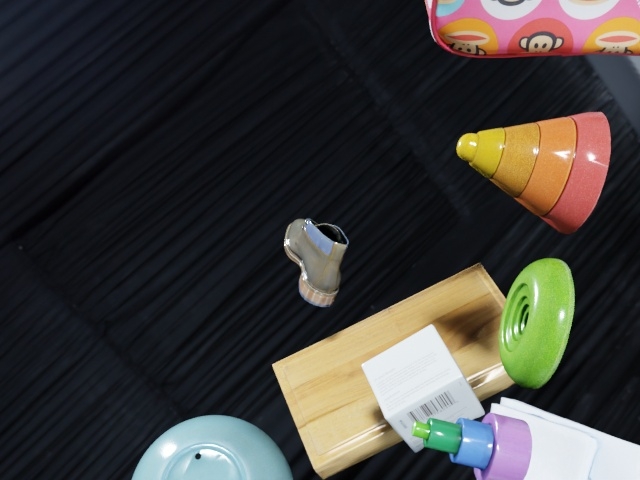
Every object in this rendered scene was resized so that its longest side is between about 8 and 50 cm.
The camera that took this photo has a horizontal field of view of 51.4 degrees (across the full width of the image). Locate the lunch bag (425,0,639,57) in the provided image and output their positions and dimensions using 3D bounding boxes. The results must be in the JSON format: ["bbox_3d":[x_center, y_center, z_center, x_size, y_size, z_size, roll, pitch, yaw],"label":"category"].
[{"bbox_3d":[0.240,-0.295,0.585,0.293,0.120,0.258,0,141,-1],"label":"lunch bag"}]

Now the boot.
[{"bbox_3d":[0.000,0.000,1.061,0.082,0.106,0.219,10,-150,-21],"label":"boot"}]

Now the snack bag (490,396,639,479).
[{"bbox_3d":[0.368,0.432,0.964,0.037,0.322,0.343,16,176,-42],"label":"snack bag"}]

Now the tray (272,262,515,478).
[{"bbox_3d":[0.143,0.216,1.136,0.076,0.411,0.202,69,175,-54],"label":"tray"}]

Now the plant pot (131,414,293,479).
[{"bbox_3d":[-0.181,0.414,1.086,0.290,0.290,0.195,41,156,16],"label":"plant pot"}]

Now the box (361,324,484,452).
[{"bbox_3d":[0.123,0.178,0.796,0.102,0.101,0.087,55,-175,-42],"label":"box"}]

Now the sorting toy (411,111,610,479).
[{"bbox_3d":[0.163,0.042,0.633,0.126,0.365,0.127,14,178,-1],"label":"sorting toy"}]
